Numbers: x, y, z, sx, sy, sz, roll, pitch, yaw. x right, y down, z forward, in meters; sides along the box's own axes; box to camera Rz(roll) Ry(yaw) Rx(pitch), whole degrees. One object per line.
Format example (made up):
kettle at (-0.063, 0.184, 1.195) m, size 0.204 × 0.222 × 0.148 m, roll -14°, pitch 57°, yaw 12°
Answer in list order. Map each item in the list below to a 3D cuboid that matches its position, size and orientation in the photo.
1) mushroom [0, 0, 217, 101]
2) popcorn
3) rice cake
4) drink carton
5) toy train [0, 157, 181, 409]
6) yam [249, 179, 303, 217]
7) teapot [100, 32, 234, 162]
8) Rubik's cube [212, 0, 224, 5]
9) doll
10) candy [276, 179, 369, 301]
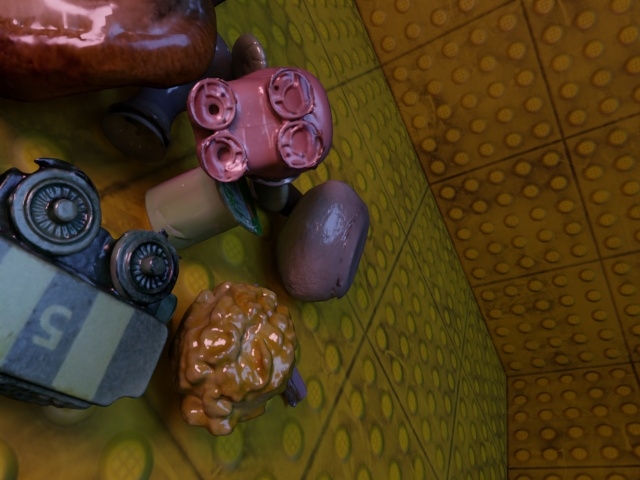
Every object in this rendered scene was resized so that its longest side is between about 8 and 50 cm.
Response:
mushroom at (-0.297, -0.332, 0.553) m, size 0.345 × 0.259 × 0.345 m, roll 6°, pitch 72°, yaw -20°
popcorn at (-0.140, 0.181, 0.707) m, size 0.181 × 0.217 × 0.235 m, roll 18°, pitch 62°, yaw -25°
rice cake at (-0.096, 0.211, 0.903) m, size 0.270 × 0.049 × 0.055 m, roll 66°, pitch 15°, yaw -9°
drink carton at (-0.199, -0.060, 0.746) m, size 0.144 × 0.142 × 0.146 m, roll 48°, pitch 23°, yaw -67°
toy train at (-0.309, 0.057, 0.517) m, size 0.299 × 0.167 × 0.238 m, roll 44°, pitch 49°, yaw -39°
yam at (-0.100, -0.108, 1.048) m, size 0.127 × 0.084 × 0.084 m, roll 33°, pitch 47°, yaw -55°
teapot at (-0.259, -0.257, 0.768) m, size 0.183 × 0.183 × 0.251 m, roll 46°, pitch 48°, yaw -39°
Rubik's cube at (-0.258, -0.626, 0.813) m, size 0.305 × 0.310 × 0.307 m, roll 37°, pitch 46°, yaw -46°
doll at (-0.101, -0.178, 0.699) m, size 0.216 × 0.268 × 0.284 m, roll -13°, pitch 103°, yaw -19°
candy at (0.000, 0.000, 1.018) m, size 0.295 × 0.185 × 0.295 m, roll 13°, pitch 90°, yaw -72°
